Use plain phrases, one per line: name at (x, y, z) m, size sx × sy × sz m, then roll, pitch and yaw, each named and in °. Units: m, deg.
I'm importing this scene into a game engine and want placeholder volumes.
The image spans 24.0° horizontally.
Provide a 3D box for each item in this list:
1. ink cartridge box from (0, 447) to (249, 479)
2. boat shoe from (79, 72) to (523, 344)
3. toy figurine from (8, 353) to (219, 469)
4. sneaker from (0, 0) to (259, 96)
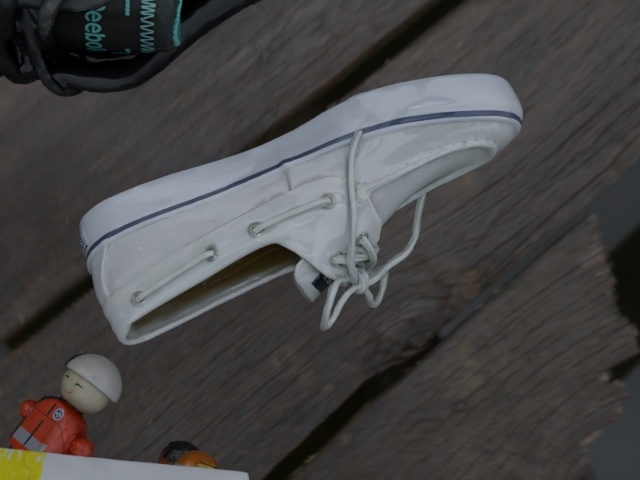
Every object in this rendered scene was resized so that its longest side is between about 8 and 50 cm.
ink cartridge box at (-0.172, 0.223, 0.670) m, size 0.270 × 0.197 × 0.198 m, roll 7°, pitch 119°, yaw -11°
boat shoe at (-0.003, -0.002, 1.168) m, size 0.367 × 0.136 × 0.156 m, roll -19°, pitch 69°, yaw 3°
toy figurine at (-0.205, 0.215, 1.493) m, size 0.209 × 0.213 × 0.148 m, roll 38°, pitch 78°, yaw -4°
sneaker at (-0.099, -0.093, 0.427) m, size 0.267 × 0.101 × 0.106 m, roll -20°, pitch 67°, yaw -11°
